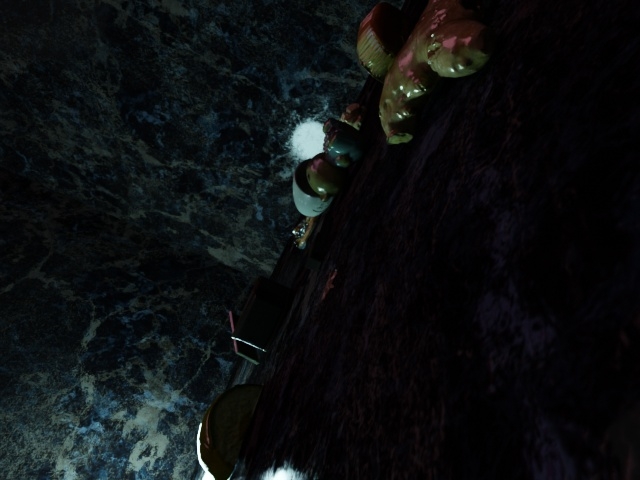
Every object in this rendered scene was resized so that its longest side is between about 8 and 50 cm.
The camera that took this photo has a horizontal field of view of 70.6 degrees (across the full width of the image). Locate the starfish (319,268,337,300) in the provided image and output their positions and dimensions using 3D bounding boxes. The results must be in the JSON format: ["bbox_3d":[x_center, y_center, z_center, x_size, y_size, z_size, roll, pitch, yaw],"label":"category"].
[{"bbox_3d":[0.019,0.105,1.066,0.086,0.016,0.092,-73,7,-63],"label":"starfish"}]

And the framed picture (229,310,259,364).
[{"bbox_3d":[-0.317,0.401,1.874,0.015,0.150,0.203,-31,48,11],"label":"framed picture"}]

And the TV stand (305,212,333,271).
[{"bbox_3d":[0.000,0.000,1.497,0.256,0.040,0.049,-74,9,-53],"label":"TV stand"}]

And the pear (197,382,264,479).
[{"bbox_3d":[-0.292,0.584,1.362,0.288,0.139,0.239,-71,0,-52],"label":"pear"}]

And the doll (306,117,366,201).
[{"bbox_3d":[0.048,-0.276,1.597,0.260,0.162,0.177,-60,29,29],"label":"doll"}]

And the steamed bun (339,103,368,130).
[{"bbox_3d":[0.138,-0.548,2.136,0.192,0.106,0.177,120,174,-51],"label":"steamed bun"}]

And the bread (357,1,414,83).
[{"bbox_3d":[0.243,-0.729,1.641,0.156,0.204,0.288,-32,33,46],"label":"bread"}]

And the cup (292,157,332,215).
[{"bbox_3d":[0.001,-0.229,1.915,0.258,0.186,0.234,-37,-13,-19],"label":"cup"}]

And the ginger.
[{"bbox_3d":[0.211,-0.372,0.806,0.348,0.122,0.362,151,134,-65],"label":"ginger"}]

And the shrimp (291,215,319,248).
[{"bbox_3d":[-0.073,-0.038,2.185,0.289,0.075,0.178,-39,27,47],"label":"shrimp"}]

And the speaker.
[{"bbox_3d":[-0.229,0.288,1.802,0.192,0.153,0.230,-81,17,-72],"label":"speaker"}]
